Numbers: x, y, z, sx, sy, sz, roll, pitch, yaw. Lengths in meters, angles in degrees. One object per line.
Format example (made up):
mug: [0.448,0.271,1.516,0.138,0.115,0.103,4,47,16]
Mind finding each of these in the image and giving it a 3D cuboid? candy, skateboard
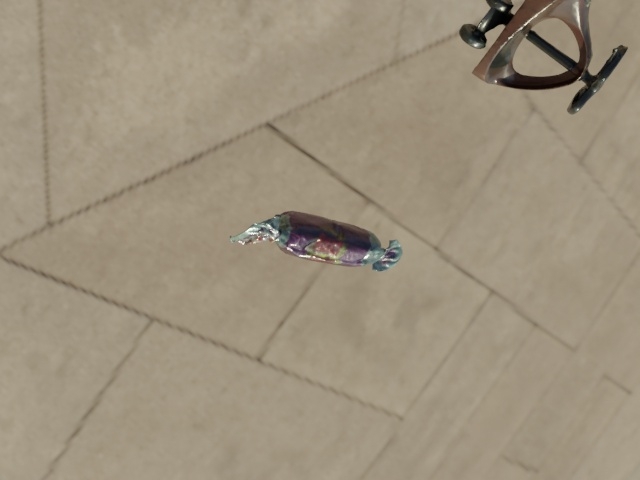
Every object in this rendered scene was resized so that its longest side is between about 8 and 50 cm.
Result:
candy: [0.000,0.000,1.219,0.175,0.043,0.045,13,129,-30]
skateboard: [0.135,-0.127,0.696,0.067,0.080,0.151,-54,-179,-44]
